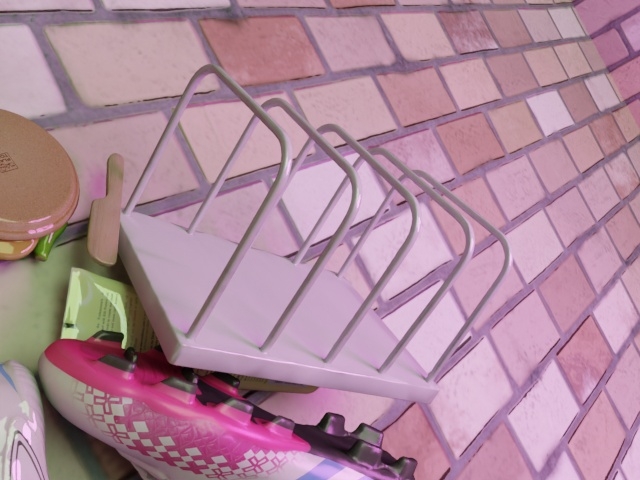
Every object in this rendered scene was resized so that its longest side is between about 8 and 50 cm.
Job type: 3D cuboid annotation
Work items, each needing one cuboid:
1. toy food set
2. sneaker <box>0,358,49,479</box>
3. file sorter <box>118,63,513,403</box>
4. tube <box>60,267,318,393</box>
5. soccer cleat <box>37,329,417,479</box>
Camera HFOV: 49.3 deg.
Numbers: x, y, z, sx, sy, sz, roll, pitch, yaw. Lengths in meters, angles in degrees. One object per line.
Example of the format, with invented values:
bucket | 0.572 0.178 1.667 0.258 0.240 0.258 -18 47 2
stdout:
toy food set | -0.249 -0.046 0.534 0.192 0.038 0.132 22 46 -31
sneaker | -0.190 0.194 0.429 0.086 0.085 0.237 -17 84 -23
file sorter | 0.000 0.000 0.599 0.278 0.173 0.193 19 21 -40
tube | -0.102 0.089 0.594 0.240 0.062 0.070 15 29 -37
soccer cleat | -0.067 0.182 0.522 0.331 0.116 0.143 29 87 -28
